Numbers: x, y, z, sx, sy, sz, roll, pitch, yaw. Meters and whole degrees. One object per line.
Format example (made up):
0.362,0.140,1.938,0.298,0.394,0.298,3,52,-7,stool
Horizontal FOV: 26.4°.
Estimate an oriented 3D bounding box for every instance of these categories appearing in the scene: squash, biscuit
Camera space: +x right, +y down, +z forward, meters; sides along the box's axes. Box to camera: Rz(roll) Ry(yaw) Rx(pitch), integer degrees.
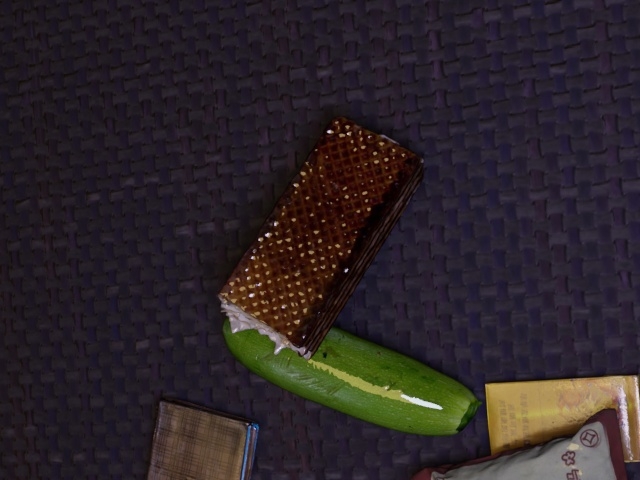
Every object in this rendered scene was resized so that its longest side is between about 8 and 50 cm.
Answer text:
0.023,0.136,1.424,0.292,0.082,0.082,20,98,19,squash
0.000,0.000,1.395,0.106,0.070,0.252,30,79,17,biscuit

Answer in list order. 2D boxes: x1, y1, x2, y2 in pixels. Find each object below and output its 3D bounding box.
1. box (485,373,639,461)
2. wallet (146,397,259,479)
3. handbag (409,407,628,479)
0.246,0.181,1.375,0.156,0.022,0.089,-7,90,20,box
-0.142,0.297,1.511,0.124,0.042,0.230,11,93,22,wallet
0.218,0.295,1.336,0.235,0.127,0.213,-22,82,31,handbag
